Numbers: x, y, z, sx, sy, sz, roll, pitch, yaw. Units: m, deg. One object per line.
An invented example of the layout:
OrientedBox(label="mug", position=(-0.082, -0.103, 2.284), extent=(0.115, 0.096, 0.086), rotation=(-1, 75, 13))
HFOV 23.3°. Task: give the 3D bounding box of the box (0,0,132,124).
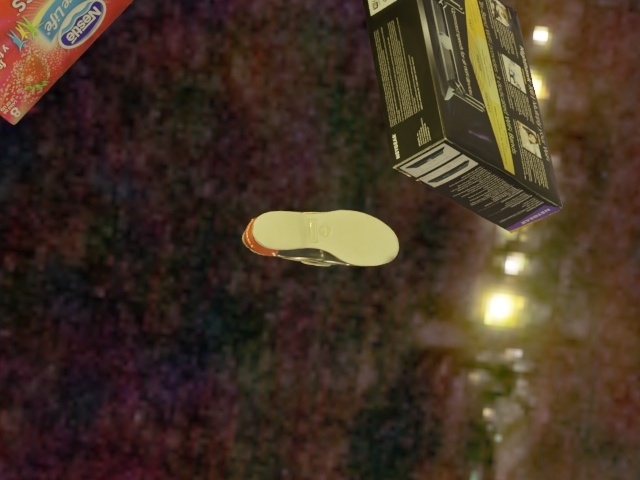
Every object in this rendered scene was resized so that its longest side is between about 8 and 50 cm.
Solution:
OrientedBox(label="box", position=(-0.286, -0.263, 1.572), extent=(0.257, 0.128, 0.122), rotation=(-48, 135, -4))

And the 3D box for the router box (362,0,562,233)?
OrientedBox(label="router box", position=(0.166, -0.190, 1.861), extent=(0.243, 0.081, 0.309), rotation=(26, 46, -44))

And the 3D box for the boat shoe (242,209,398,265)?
OrientedBox(label="boat shoe", position=(0.000, 0.000, 1.353), extent=(0.043, 0.137, 0.049), rotation=(141, -49, -66))
